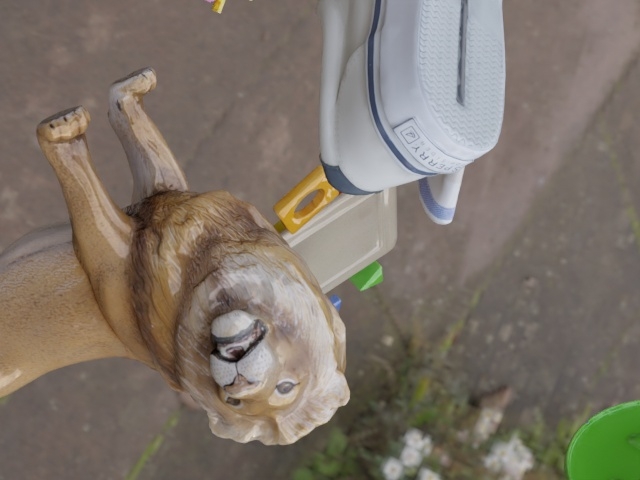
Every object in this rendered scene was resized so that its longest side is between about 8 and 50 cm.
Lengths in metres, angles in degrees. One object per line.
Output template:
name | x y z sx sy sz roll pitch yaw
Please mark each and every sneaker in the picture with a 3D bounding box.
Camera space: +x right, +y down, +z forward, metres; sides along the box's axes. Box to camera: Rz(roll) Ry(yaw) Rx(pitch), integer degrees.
sneaker | 0.040 -0.138 0.739 0.094 0.091 0.258 37 48 -33

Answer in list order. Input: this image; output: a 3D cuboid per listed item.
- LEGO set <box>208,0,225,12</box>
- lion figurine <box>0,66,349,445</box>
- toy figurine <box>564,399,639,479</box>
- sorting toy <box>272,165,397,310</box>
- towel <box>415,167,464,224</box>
LEGO set | -0.117 -0.308 1.485 0.107 0.287 0.132 14 76 -45
lion figurine | -0.175 0.037 0.986 0.142 0.392 0.240 -43 117 -54
toy figurine | 0.253 0.215 1.019 0.130 0.173 0.159 -53 146 -44
sorting toy | 0.000 0.000 1.562 0.196 0.047 0.347 -37 157 -15
towel | 0.138 -0.182 1.611 0.034 0.209 0.285 5 120 -10
